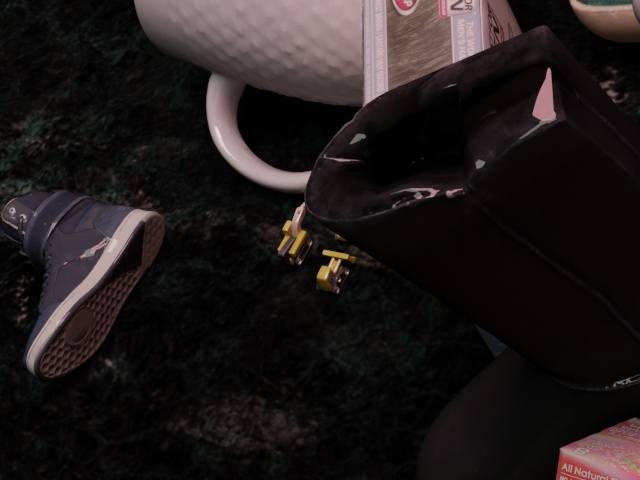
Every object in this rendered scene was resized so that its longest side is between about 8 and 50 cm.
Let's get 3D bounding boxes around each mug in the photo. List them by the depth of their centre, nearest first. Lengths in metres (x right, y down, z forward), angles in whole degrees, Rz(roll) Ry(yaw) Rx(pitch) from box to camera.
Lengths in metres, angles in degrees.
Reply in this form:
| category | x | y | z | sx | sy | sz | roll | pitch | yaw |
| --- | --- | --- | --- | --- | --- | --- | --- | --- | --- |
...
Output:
| category | x | y | z | sx | sy | sz | roll | pitch | yaw |
| --- | --- | --- | --- | --- | --- | --- | --- | --- | --- |
| mug | -0.001 | -0.233 | 1.993 | 0.328 | 0.276 | 0.374 | 21 | 97 | 29 |

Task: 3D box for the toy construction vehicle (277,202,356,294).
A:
| category | x | y | z | sx | sy | sz | roll | pitch | yaw |
| --- | --- | --- | --- | --- | --- | --- | --- | --- | --- |
| toy construction vehicle | 0.000 | 0.000 | 1.941 | 0.086 | 0.035 | 0.098 | 14 | 63 | 34 |

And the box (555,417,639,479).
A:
| category | x | y | z | sx | sy | sz | roll | pitch | yaw |
| --- | --- | --- | --- | --- | --- | --- | --- | --- | --- |
| box | 0.329 | 0.250 | 1.419 | 0.300 | 0.142 | 0.154 | 15 | 104 | 32 |

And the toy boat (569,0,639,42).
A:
| category | x | y | z | sx | sy | sz | roll | pitch | yaw |
| --- | --- | --- | --- | --- | --- | --- | --- | --- | --- |
| toy boat | 0.360 | -0.256 | 1.835 | 0.268 | 0.148 | 0.318 | -10 | 31 | 22 |

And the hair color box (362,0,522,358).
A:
| category | x | y | z | sx | sy | sz | roll | pitch | yaw |
| --- | --- | --- | --- | --- | --- | --- | --- | --- | --- |
| hair color box | 0.153 | -0.061 | 1.684 | 0.114 | 0.374 | 0.185 | -13 | 51 | 17 |

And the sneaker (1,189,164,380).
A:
| category | x | y | z | sx | sy | sz | roll | pitch | yaw |
| --- | --- | --- | --- | --- | --- | --- | --- | --- | --- |
| sneaker | -0.289 | 0.041 | 2.010 | 0.163 | 0.086 | 0.226 | 18 | 55 | 23 |

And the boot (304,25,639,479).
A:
| category | x | y | z | sx | sy | sz | roll | pitch | yaw |
| --- | --- | --- | --- | --- | --- | --- | --- | --- | --- |
| boot | 0.130 | 0.056 | 1.472 | 0.367 | 0.445 | 0.146 | -38 | 54 | 14 |
